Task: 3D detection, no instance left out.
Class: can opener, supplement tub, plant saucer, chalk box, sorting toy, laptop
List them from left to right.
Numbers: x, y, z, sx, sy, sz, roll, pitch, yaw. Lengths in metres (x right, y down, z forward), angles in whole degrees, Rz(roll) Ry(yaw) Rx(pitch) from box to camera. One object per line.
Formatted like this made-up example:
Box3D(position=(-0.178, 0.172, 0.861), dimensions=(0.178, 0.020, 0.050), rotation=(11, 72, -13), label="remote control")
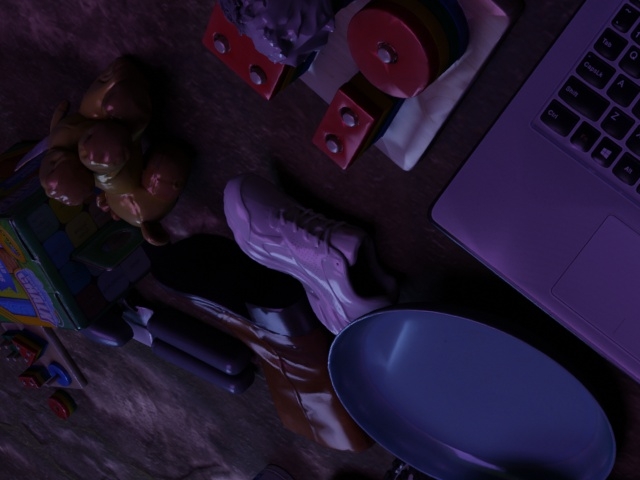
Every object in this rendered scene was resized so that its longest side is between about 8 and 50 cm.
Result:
Box3D(position=(-0.461, 0.184, 2.263), dimensions=(0.132, 0.046, 0.274), rotation=(-3, 123, 49), label="sorting toy")
Box3D(position=(-0.328, -0.010, 1.783), dimensions=(0.289, 0.180, 0.179), rotation=(1, 126, 47), label="chalk box")
Box3D(position=(-0.214, 0.139, 1.903), dimensions=(0.280, 0.093, 0.074), rotation=(19, 138, 28), label="can opener")
Box3D(position=(-0.086, 0.377, 1.986), dimensions=(0.071, 0.107, 0.071), rotation=(29, 143, 24), label="supplement tub")
Box3D(position=(0.015, -0.197, 1.272), dimensions=(0.257, 0.089, 0.255), rotation=(42, 147, 7), label="sorting toy")
Box3D(position=(0.161, 0.166, 1.485), dimensions=(0.318, 0.043, 0.317), rotation=(18, 142, 15), label="plant saucer")
Box3D(position=(0.314, -0.062, 0.940), dimensions=(0.382, 0.408, 0.236), rotation=(39, -169, 13), label="laptop")

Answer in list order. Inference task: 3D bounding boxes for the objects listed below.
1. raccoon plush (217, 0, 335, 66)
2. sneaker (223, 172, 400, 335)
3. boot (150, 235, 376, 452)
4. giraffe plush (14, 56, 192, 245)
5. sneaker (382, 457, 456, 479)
Box3D(position=(-0.196, -0.287, 1.239), dimensions=(0.446, 0.216, 0.299), rotation=(66, 154, 10), label="raccoon plush")
Box3D(position=(0.000, 0.000, 1.521), dimensions=(0.232, 0.090, 0.115), rotation=(41, 141, -9), label="sneaker")
Box3D(position=(-0.069, 0.130, 1.755), dimensions=(0.264, 0.096, 0.280), rotation=(10, 140, 33), label="boot")
Box3D(position=(-0.227, -0.081, 1.629), dimensions=(0.170, 0.181, 0.210), rotation=(38, 142, -27), label="giraffe plush")
Box3D(position=(0.163, 0.407, 1.748), dimensions=(0.182, 0.158, 0.410), rotation=(0, 124, -7), label="sneaker")
